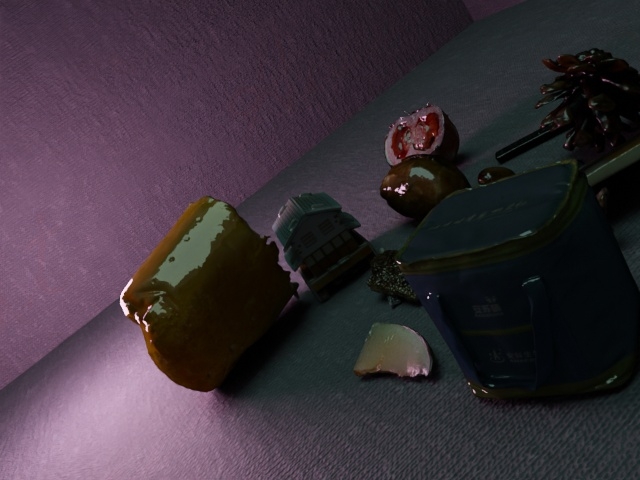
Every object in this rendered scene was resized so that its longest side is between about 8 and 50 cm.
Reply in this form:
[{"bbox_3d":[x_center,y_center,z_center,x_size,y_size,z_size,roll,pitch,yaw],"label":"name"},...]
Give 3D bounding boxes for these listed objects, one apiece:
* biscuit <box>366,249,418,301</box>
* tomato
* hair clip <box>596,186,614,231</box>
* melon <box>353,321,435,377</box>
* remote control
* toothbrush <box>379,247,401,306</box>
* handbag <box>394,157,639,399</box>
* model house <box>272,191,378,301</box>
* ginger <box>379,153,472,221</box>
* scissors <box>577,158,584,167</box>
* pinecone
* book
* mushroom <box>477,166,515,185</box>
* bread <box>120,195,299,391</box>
[{"bbox_3d":[0.164,0.066,1.312,0.131,0.026,0.237,-34,21,-25],"label":"biscuit"},{"bbox_3d":[0.303,-0.269,1.775,0.214,0.155,0.180,-10,65,45],"label":"tomato"},{"bbox_3d":[0.361,0.017,1.049,0.300,0.069,0.173,-36,8,40],"label":"hair clip"},{"bbox_3d":[0.137,0.189,1.054,0.182,0.054,0.098,-13,33,51],"label":"melon"},{"bbox_3d":[0.543,-0.261,1.535,0.245,0.025,0.063,-28,17,24],"label":"remote control"},{"bbox_3d":[0.151,0.073,1.384,0.024,0.021,0.288,-21,19,9],"label":"toothbrush"},{"bbox_3d":[0.265,0.059,0.829,0.263,0.241,0.222,-18,23,46],"label":"handbag"},{"bbox_3d":[0.000,0.000,1.536,0.198,0.215,0.224,-37,17,0],"label":"model house"},{"bbox_3d":[0.237,-0.136,1.544,0.321,0.172,0.165,-146,72,-71],"label":"ginger"},{"bbox_3d":[0.373,-0.072,1.214,0.109,0.022,0.300,-23,-9,-43],"label":"scissors"},{"bbox_3d":[0.550,-0.280,1.270,0.202,0.229,0.201,-90,14,-62],"label":"pinecone"},{"bbox_3d":[0.488,-0.120,1.126,0.389,0.032,0.269,-32,-3,9],"label":"book"},{"bbox_3d":[0.379,-0.122,1.395,0.129,0.072,0.088,-40,48,-7],"label":"mushroom"},{"bbox_3d":[-0.232,0.143,1.427,0.250,0.361,0.394,6,52,40],"label":"bread"}]
